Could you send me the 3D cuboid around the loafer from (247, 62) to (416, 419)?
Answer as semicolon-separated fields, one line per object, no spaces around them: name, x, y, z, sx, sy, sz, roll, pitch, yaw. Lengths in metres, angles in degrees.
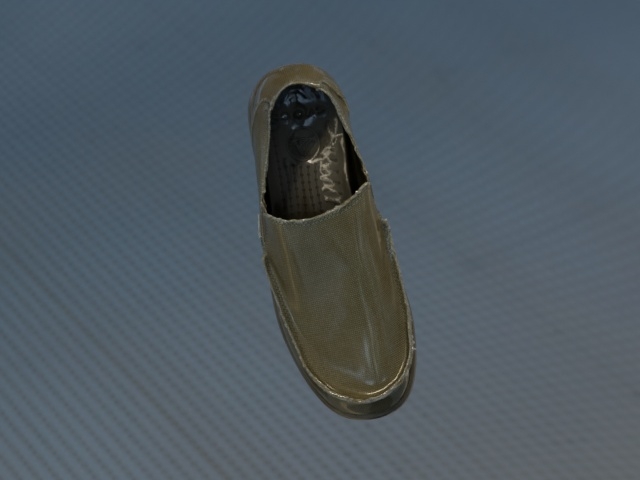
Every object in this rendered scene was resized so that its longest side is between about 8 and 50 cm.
loafer;0.000;0.000;0.686;0.056;0.148;0.050;-18;-5;4
